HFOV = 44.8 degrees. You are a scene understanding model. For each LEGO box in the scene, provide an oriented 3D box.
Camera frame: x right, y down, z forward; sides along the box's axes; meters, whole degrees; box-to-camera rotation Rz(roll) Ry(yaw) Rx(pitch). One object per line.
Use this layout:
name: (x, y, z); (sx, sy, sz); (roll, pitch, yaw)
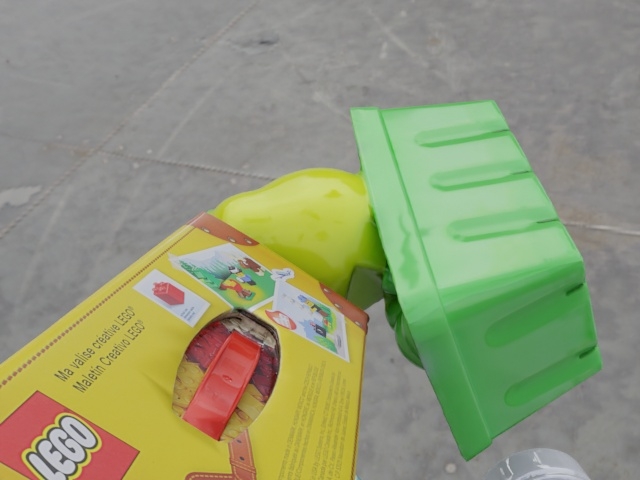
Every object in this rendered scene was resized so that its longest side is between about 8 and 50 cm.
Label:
LEGO box: (-0.147, 0.223, 0.510); (0.193, 0.372, 0.500); (32, 13, -2)

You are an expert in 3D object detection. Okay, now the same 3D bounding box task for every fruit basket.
fruit basket: (0.066, 0.028, 0.839); (0.392, 0.283, 0.392); (-15, 40, 13)

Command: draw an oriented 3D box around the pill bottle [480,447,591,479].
pill bottle: (0.254, 0.345, 0.755); (0.160, 0.160, 0.283); (-13, 25, -2)

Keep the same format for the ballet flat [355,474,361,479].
ballet flat: (0.028, 0.372, 0.976); (0.147, 0.147, 0.409); (-33, 70, -24)
